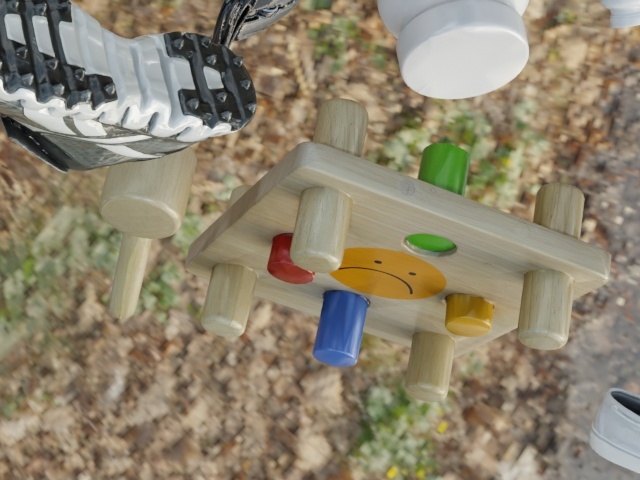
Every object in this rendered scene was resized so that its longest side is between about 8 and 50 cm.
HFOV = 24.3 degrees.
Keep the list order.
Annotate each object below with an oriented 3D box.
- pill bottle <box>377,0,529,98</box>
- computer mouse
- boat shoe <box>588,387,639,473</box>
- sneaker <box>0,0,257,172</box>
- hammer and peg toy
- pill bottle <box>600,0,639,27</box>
[{"bbox_3d":[0.125,-0.283,1.478,0.153,0.153,0.264,10,59,-28],"label":"pill bottle"},{"bbox_3d":[-0.070,-0.230,1.596,0.060,0.262,0.184,28,122,-1],"label":"computer mouse"},{"bbox_3d":[0.325,0.176,1.282,0.066,0.184,0.063,-32,137,-54],"label":"boat shoe"},{"bbox_3d":[-0.147,-0.081,0.823,0.234,0.106,0.078,9,59,-49],"label":"sneaker"},{"bbox_3d":[0.000,0.000,1.127,0.361,0.266,0.127,19,65,-17],"label":"hammer and peg toy"},{"bbox_3d":[0.254,-0.222,1.248,0.043,0.043,0.083,-15,104,-22],"label":"pill bottle"}]
